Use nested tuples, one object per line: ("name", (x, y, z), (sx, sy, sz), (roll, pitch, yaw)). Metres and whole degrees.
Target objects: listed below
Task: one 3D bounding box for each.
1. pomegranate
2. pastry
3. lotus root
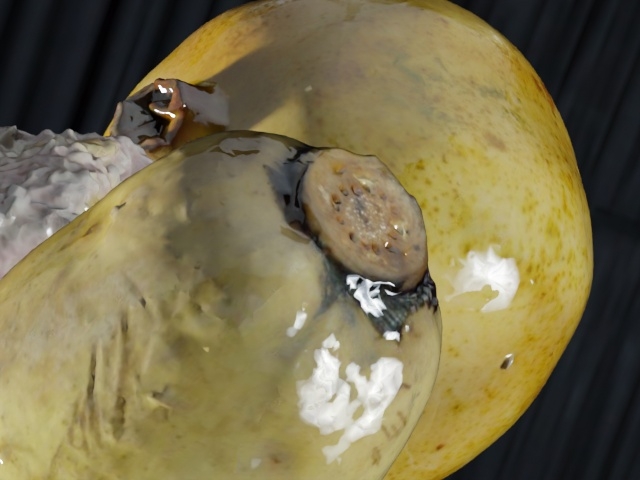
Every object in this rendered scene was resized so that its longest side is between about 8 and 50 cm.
("pomegranate", (0.000, 0.000, 1.439), (0.417, 0.416, 0.416), (21, -175, -2))
("pastry", (-0.197, 0.019, 0.830), (0.265, 0.103, 0.112), (-9, -146, 10))
("lotus root", (-0.053, 0.060, 0.583), (0.125, 0.221, 0.118), (52, -157, 21))
